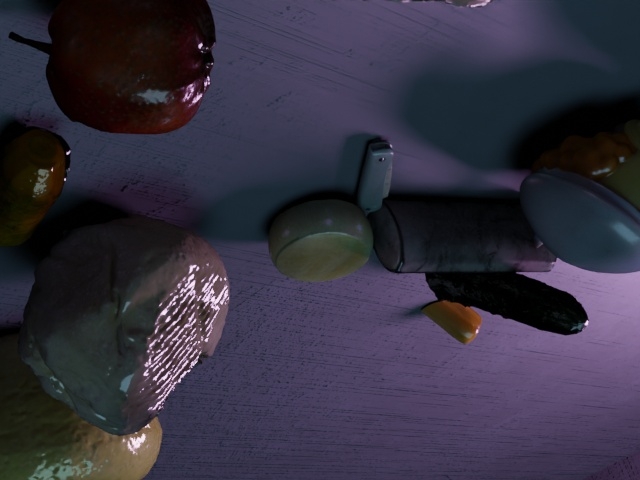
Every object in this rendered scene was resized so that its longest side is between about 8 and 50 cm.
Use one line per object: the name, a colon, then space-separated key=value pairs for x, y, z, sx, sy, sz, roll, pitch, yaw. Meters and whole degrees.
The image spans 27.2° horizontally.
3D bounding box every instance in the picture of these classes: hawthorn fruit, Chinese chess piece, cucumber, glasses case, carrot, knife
hawthorn fruit: x=-0.196 y=-0.177 z=1.246 sx=0.194 sy=0.157 sz=0.157 roll=4 pitch=151 yaw=-6
Chinese chess piece: x=0.000 y=0.000 z=1.804 sx=0.144 sy=0.058 sz=0.144 roll=-7 pitch=150 yaw=-4
cucumber: x=0.271 y=0.078 z=1.957 sx=0.072 sy=0.303 sz=0.081 roll=-49 pitch=123 yaw=-19
glasses case: x=0.208 y=-0.004 z=1.896 sx=0.299 sy=0.114 sz=0.060 roll=1 pitch=146 yaw=-35
carrot: x=-0.331 y=-0.054 z=1.462 sx=0.082 sy=0.082 sz=0.173 roll=-2 pitch=147 yaw=-32
knife: x=0.074 y=-0.083 z=1.749 sx=0.044 sy=0.023 sz=0.162 roll=-7 pitch=154 yaw=-9

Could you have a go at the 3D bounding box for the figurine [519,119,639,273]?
figurine: x=0.470 y=-0.086 z=1.826 sx=0.381 sy=0.205 sz=0.224 roll=-26 pitch=161 yaw=-4

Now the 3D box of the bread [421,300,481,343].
bread: x=0.228 y=0.126 z=2.259 sx=0.062 sy=0.103 sz=0.049 roll=-55 pitch=-173 yaw=-31

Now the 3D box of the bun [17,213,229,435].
bun: x=-0.254 y=0.087 z=1.648 sx=0.204 sy=0.282 sz=0.281 roll=19 pitch=160 yaw=16

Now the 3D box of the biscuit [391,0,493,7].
biscuit: x=0.093 y=-0.290 z=1.329 sx=0.289 sy=0.038 sz=0.141 roll=-1 pitch=149 yaw=-33

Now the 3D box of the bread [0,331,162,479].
bread: x=-0.390 y=0.274 z=1.893 sx=0.320 sy=0.237 sz=0.320 roll=-11 pitch=153 yaw=-6
